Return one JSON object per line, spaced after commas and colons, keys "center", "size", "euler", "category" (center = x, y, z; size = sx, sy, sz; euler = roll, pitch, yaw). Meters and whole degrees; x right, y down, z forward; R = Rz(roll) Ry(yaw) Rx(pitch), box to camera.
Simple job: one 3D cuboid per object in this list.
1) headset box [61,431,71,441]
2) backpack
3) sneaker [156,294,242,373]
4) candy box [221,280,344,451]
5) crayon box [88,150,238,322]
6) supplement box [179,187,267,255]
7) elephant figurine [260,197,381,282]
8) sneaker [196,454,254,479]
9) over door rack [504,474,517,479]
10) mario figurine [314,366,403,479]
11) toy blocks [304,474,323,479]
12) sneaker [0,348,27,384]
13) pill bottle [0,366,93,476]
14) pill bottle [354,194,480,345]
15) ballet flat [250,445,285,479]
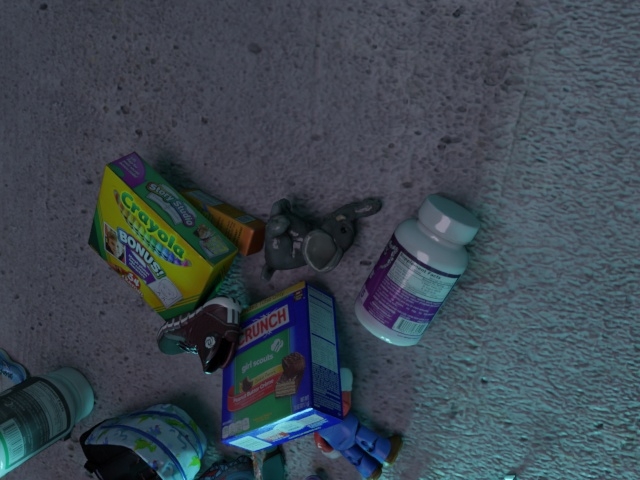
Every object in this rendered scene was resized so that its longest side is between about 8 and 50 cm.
{"center": [-0.820, 0.589, 2.044], "size": [0.083, 0.032, 0.062], "euler": [17, 109, 22], "category": "headset box"}
{"center": [-0.468, 0.584, 1.759], "size": [0.290, 0.273, 0.355], "euler": [55, 152, -2], "category": "backpack"}
{"center": [-0.296, 0.255, 1.554], "size": [0.281, 0.106, 0.162], "euler": [-34, 48, 32], "category": "sneaker"}
{"center": [-0.094, 0.288, 1.497], "size": [0.268, 0.122, 0.317], "euler": [-28, 46, 28], "category": "candy box"}
{"center": [-0.405, 0.014, 1.621], "size": [0.363, 0.106, 0.313], "euler": [42, 136, 10], "category": "crayon box"}
{"center": [-0.249, -0.048, 1.606], "size": [0.233, 0.080, 0.078], "euler": [27, 111, 20], "category": "supplement box"}
{"center": [0.000, 0.000, 1.472], "size": [0.239, 0.169, 0.186], "euler": [12, 137, 6], "category": "elephant figurine"}
{"center": [-0.277, 0.665, 1.771], "size": [0.262, 0.125, 0.104], "euler": [-27, 116, 22], "category": "sneaker"}
{"center": [0.322, 0.683, 1.503], "size": [0.324, 0.108, 0.239], "euler": [-16, 96, 27], "category": "over door rack"}
{"center": [0.045, 0.425, 1.584], "size": [0.320, 0.170, 0.198], "euler": [39, 79, 0], "category": "mario figurine"}
{"center": [-0.024, 0.742, 1.539], "size": [0.309, 0.260, 0.288], "euler": [39, 87, 13], "category": "toy blocks"}
{"center": [-1.003, 0.415, 2.063], "size": [0.162, 0.073, 0.063], "euler": [33, 113, 14], "category": "sneaker"}
{"center": [-0.836, 0.508, 1.847], "size": [0.204, 0.361, 0.204], "euler": [6, 104, 23], "category": "pill bottle"}
{"center": [0.206, 0.060, 1.372], "size": [0.169, 0.169, 0.301], "euler": [34, 113, 14], "category": "pill bottle"}
{"center": [-0.148, 0.558, 1.714], "size": [0.077, 0.091, 0.241], "euler": [0, 100, 56], "category": "ballet flat"}
